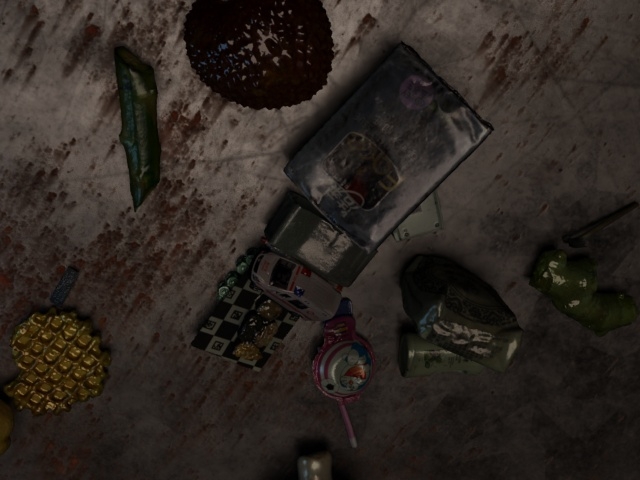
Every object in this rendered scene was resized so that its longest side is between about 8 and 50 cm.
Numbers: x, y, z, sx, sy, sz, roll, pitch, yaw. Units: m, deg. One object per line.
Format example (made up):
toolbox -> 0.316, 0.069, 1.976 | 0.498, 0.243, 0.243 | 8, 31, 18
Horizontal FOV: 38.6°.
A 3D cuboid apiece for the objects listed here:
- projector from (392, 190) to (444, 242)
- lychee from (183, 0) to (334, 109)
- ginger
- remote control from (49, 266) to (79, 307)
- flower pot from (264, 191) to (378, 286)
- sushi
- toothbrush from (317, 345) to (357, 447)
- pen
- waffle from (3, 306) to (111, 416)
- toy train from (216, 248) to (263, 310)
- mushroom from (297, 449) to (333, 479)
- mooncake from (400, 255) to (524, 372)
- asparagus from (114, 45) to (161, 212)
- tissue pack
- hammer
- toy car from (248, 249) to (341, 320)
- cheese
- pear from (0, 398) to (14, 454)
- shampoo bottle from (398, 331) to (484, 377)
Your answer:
projector -> 0.194, -0.080, 1.950 | 0.115, 0.061, 0.147 | -15, 111, 1
lychee -> -0.112, -0.371, 1.685 | 0.276, 0.275, 0.304 | -38, 129, 8
ginger -> 0.599, 0.118, 2.066 | 0.290, 0.089, 0.137 | 40, 83, -16
remote control -> -0.545, 0.098, 1.949 | 0.034, 0.016, 0.091 | 33, 104, -1
flower pot -> 0.000, 0.000, 1.933 | 0.229, 0.103, 0.108 | 32, 104, -19
sushi -> -0.144, 0.193, 1.993 | 0.192, 0.050, 0.215 | 28, 106, -32
toothbrush -> 0.044, 0.366, 2.126 | 0.025, 0.020, 0.286 | -20, 112, -6
pen -> -0.042, 0.055, 1.992 | 0.218, 0.026, 0.026 | 35, 103, -18
waffle -> -0.586, 0.264, 1.988 | 0.249, 0.056, 0.253 | -19, 114, 0
toy train -> -0.163, 0.081, 1.979 | 0.071, 0.038, 0.148 | 36, 102, -21
mushroom -> -0.011, 0.605, 2.120 | 0.244, 0.243, 0.243 | -2, 111, -6
mooncake -> 0.302, 0.147, 1.950 | 0.254, 0.250, 0.136 | 22, 109, -13
asparagus -> -0.358, -0.214, 1.817 | 0.085, 0.082, 0.343 | -6, 113, -9
tissue pack -> 0.134, -0.182, 1.836 | 0.361, 0.122, 0.259 | -45, 86, 12
hammer -> 0.631, -0.035, 2.030 | 0.182, 0.062, 0.017 | -31, 113, -2
toy car -> -0.054, 0.096, 1.930 | 0.210, 0.108, 0.089 | 38, 67, -35
cheese -> 0.051, 0.253, 2.053 | 0.155, 0.062, 0.244 | -11, 101, -20
pear -> -0.745, 0.400, 1.960 | 0.178, 0.178, 0.178 | -2, 111, -6
shampoo bottle -> 0.302, 0.258, 2.077 | 0.234, 0.087, 0.118 | -1, 132, -7
